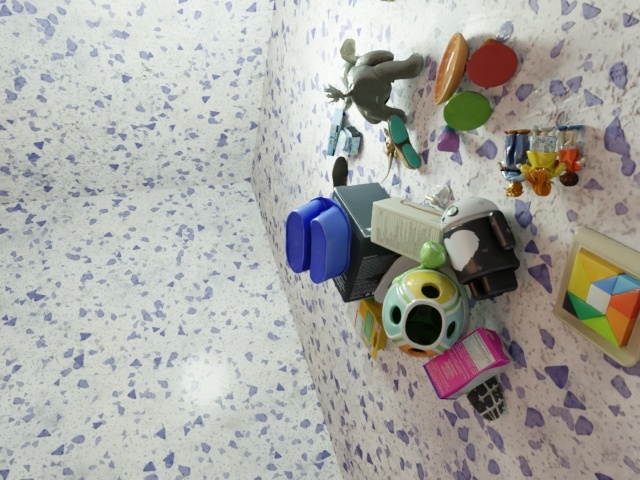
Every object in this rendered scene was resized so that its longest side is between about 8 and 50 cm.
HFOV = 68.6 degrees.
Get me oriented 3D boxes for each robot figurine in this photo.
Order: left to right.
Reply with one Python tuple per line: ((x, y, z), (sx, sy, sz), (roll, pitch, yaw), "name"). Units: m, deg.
((0.432, 0.018, 1.284), (0.209, 0.173, 0.278), (-23, 72, 29), "robot figurine")

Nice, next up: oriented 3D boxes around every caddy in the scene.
((0.000, 0.000, 1.829), (0.241, 0.179, 0.342), (25, 125, 36), "caddy")

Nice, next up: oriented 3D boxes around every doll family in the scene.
((0.494, -0.184, 1.124), (0.263, 0.118, 0.163), (-157, 61, -66), "doll family")

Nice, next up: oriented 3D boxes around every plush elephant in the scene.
((0.169, -0.573, 1.678), (0.256, 0.329, 0.272), (-93, 3, -46), "plush elephant")

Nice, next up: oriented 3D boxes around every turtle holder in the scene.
((0.315, 0.188, 1.353), (0.320, 0.243, 0.227), (-54, -7, 11), "turtle holder")

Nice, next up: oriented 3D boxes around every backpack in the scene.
((0.124, -0.435, 2.070), (0.105, 0.084, 0.114), (-120, 26, -50), "backpack")

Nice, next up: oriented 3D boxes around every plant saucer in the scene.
((0.375, -0.489, 1.350), (0.200, 0.037, 0.200), (-167, 90, -88), "plant saucer")

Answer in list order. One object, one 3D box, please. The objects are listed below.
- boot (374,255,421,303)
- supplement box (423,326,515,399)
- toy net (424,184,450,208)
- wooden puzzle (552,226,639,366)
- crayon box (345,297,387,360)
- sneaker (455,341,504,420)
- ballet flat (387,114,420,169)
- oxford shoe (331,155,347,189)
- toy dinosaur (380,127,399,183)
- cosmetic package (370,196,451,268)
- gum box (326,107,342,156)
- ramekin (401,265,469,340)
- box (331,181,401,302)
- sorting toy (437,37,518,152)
((0.297, 0.123, 1.811), (0.258, 0.095, 0.123), (-52, 4, 29), "boot")
((0.430, 0.362, 1.370), (0.220, 0.111, 0.114), (-41, 51, 24), "supplement box")
((0.370, -0.103, 1.594), (0.232, 0.045, 0.122), (124, 135, -61), "toy net")
((0.615, 0.120, 1.023), (0.221, 0.044, 0.239), (-130, 37, -56), "wooden puzzle")
((0.221, 0.349, 2.114), (0.323, 0.083, 0.203), (-123, 32, -51), "crayon box")
((0.477, 0.436, 1.478), (0.275, 0.107, 0.110), (60, 179, 38), "sneaker")
((0.283, -0.339, 1.651), (0.206, 0.073, 0.067), (67, 169, -1), "ballet flat")
((0.084, -0.308, 2.250), (0.076, 0.076, 0.213), (-108, 20, -61), "oxford shoe")
((0.268, -0.325, 1.785), (0.112, 0.064, 0.212), (-164, 76, -87), "toy dinosaur")
((0.314, -0.033, 1.549), (0.296, 0.129, 0.153), (28, 124, 47), "cosmetic package")
((0.066, -0.497, 2.148), (0.184, 0.041, 0.157), (-76, -4, -51), "gum box")
((0.366, 0.220, 1.600), (0.277, 0.135, 0.278), (171, 90, -70), "ramekin")
((0.168, 0.009, 1.928), (0.396, 0.211, 0.294), (102, 149, -44), "box")
((0.419, -0.412, 1.312), (0.366, 0.126, 0.126), (107, 177, -54), "sorting toy")
